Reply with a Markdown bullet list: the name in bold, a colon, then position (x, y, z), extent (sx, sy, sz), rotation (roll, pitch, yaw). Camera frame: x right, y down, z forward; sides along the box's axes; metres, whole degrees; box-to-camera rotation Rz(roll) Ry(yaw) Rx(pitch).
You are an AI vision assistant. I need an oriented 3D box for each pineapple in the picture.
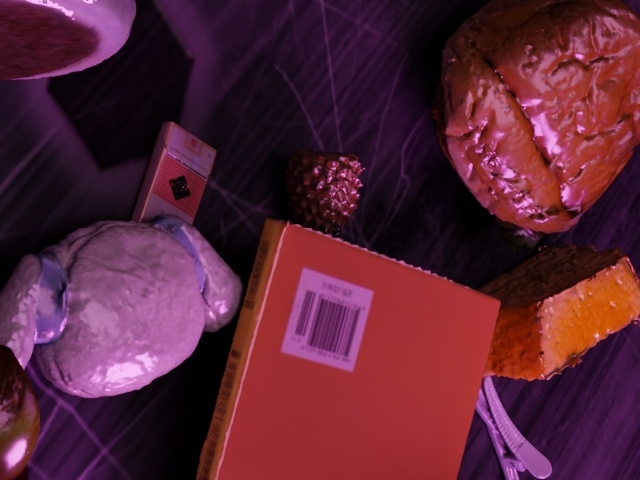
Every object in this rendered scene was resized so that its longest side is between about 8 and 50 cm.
- **pineapple**: position (0.000, 0.000, 1.301), extent (0.058, 0.058, 0.124), rotation (-4, 98, -48)

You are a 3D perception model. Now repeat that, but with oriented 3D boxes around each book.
- **book**: position (0.003, 0.192, 1.286), extent (0.262, 0.028, 0.374), rotation (21, 83, -50)

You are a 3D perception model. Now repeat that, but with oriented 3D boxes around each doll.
- **doll**: position (-0.125, 0.040, 1.143), extent (0.214, 0.071, 0.104), rotation (-17, 105, -46)

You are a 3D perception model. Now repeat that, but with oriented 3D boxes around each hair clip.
- **hair clip**: position (0.147, 0.144, 1.479), extent (0.030, 0.039, 0.115), rotation (-54, 126, -40)

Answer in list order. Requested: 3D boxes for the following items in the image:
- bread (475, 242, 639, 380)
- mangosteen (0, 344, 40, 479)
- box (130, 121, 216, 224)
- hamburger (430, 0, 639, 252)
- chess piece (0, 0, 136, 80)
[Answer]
- **bread**: position (0.181, 0.051, 1.467), extent (0.187, 0.103, 0.065), rotation (-23, 105, -41)
- **mangosteen**: position (-0.218, 0.124, 0.960), extent (0.172, 0.184, 0.172), rotation (37, 42, -43)
- **box**: position (-0.097, -0.030, 1.219), extent (0.046, 0.012, 0.083), rotation (33, 68, -42)
- **hamburger**: position (0.177, -0.109, 1.444), extent (0.206, 0.130, 0.183), rotation (-49, 122, -33)
- **chess piece**: position (-0.194, -0.248, 0.996), extent (0.194, 0.194, 0.299), rotation (11, 73, -48)
